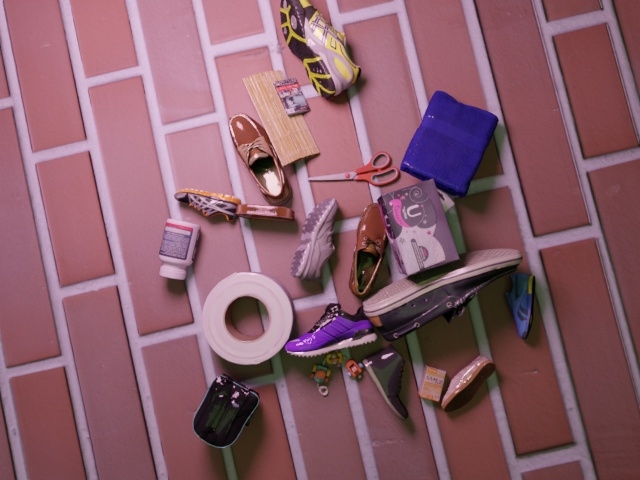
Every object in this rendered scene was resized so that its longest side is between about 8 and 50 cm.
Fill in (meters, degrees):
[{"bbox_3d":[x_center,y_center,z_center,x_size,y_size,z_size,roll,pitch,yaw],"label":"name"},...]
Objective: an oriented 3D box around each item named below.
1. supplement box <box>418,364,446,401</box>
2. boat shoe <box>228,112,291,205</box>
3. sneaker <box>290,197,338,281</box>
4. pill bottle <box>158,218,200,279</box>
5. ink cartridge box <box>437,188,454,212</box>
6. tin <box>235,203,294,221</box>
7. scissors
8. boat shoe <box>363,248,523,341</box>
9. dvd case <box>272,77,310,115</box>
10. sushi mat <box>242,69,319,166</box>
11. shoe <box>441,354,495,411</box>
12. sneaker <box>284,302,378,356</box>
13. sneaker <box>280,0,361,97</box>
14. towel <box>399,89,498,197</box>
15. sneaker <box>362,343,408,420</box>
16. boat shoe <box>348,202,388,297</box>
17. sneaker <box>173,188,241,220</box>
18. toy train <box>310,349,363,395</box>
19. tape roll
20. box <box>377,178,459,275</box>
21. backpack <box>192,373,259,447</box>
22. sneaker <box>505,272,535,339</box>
[{"bbox_3d":[0.355,0.453,1.348,0.062,0.036,0.099,14,88,1],"label":"supplement box"},{"bbox_3d":[-0.191,-0.266,1.349,0.122,0.120,0.324,-31,87,0],"label":"boat shoe"},{"bbox_3d":[0.000,0.000,1.362,0.115,0.105,0.282,24,86,-28],"label":"sneaker"},{"bbox_3d":[-0.454,0.028,1.348,0.107,0.108,0.180,12,88,2],"label":"pill bottle"},{"bbox_3d":[0.325,-0.092,1.360,0.180,0.060,0.104,-40,87,0],"label":"ink cartridge box"},{"bbox_3d":[-0.175,-0.087,1.350,0.189,0.106,0.040,5,80,1],"label":"tin"},{"bbox_3d":[0.109,-0.205,1.389,0.296,0.021,0.109,-19,89,-1],"label":"scissors"},{"bbox_3d":[0.379,0.160,1.294,0.499,0.187,0.156,-25,96,2],"label":"boat shoe"},{"bbox_3d":[-0.095,-0.473,1.389,0.087,0.013,0.120,-24,86,-29],"label":"dvd case"},{"bbox_3d":[-0.126,-0.401,1.375,0.151,0.019,0.317,-24,87,-26],"label":"sushi mat"},{"bbox_3d":[0.461,0.453,1.342,0.219,0.058,0.076,-47,118,3],"label":"shoe"},{"bbox_3d":[0.024,0.273,1.334,0.293,0.102,0.146,-10,83,-9],"label":"sneaker"},{"bbox_3d":[-0.008,-0.648,1.371,0.147,0.145,0.385,-26,90,-21],"label":"sneaker"},{"bbox_3d":[0.404,-0.302,1.337,0.227,0.076,0.308,26,74,5],"label":"towel"},{"bbox_3d":[0.238,0.445,1.328,0.118,0.083,0.222,-32,86,-1],"label":"sneaker"},{"bbox_3d":[0.162,0.028,1.336,0.110,0.104,0.308,9,88,2],"label":"boat shoe"},{"bbox_3d":[-0.369,-0.118,1.367,0.214,0.084,0.083,10,93,1],"label":"sneaker"},{"bbox_3d":[0.050,0.420,1.352,0.166,0.046,0.125,-34,87,-1],"label":"toy train"},{"bbox_3d":[-0.224,0.239,1.339,0.285,0.100,0.287,0,88,2],"label":"tape roll"},{"bbox_3d":[0.282,-0.036,1.257,0.163,0.142,0.248,-18,88,1],"label":"box"},{"bbox_3d":[-0.293,0.528,1.300,0.165,0.144,0.189,28,66,1],"label":"backpack"},{"bbox_3d":[0.632,0.207,1.348,0.082,0.069,0.210,4,97,34],"label":"sneaker"}]
